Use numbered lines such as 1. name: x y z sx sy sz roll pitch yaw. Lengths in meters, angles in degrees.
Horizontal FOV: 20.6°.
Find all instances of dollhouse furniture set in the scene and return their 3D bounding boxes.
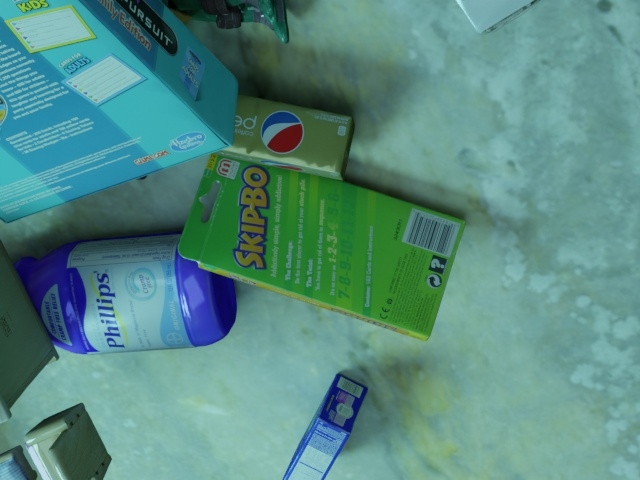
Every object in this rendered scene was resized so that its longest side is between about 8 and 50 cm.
1. dollhouse furniture set: -0.414 0.181 1.707 0.303 0.198 0.286 -24 99 11

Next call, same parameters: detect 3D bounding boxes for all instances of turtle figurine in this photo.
1. turtle figurine: -0.152 -0.200 1.625 0.234 0.175 0.118 -9 98 7

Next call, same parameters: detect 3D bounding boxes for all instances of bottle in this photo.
1. bottle: -0.232 0.057 1.804 0.282 0.092 0.118 -4 111 14

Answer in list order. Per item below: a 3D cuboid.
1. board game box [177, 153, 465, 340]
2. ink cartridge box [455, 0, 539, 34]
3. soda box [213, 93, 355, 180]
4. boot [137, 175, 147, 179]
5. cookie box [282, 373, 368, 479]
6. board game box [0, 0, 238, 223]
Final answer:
1. board game box: 0.000 0.000 1.720 0.259 0.039 0.124 19 77 -1
2. ink cartridge box: 0.073 -0.358 1.386 0.071 0.324 0.330 -29 109 23
3. soda box: -0.061 -0.105 1.689 0.181 0.061 0.058 11 86 5
4. boot: -0.236 -0.097 1.757 0.087 0.042 0.118 -22 110 28
5. cookie box: 0.003 0.208 1.839 0.040 0.092 0.107 28 120 0
6. board game box: -0.266 -0.162 1.463 0.253 0.079 0.336 -17 140 27
